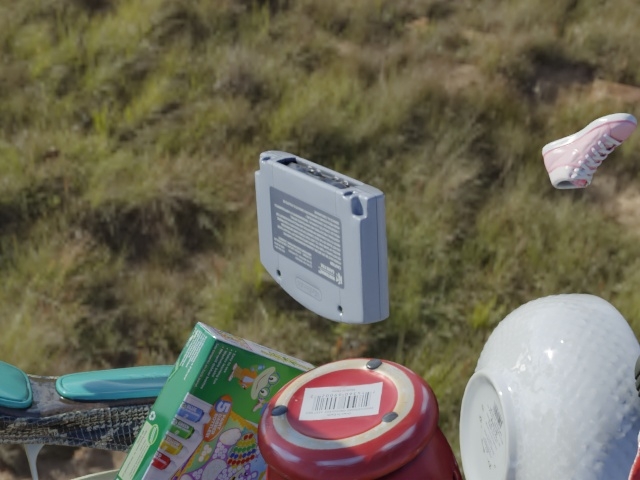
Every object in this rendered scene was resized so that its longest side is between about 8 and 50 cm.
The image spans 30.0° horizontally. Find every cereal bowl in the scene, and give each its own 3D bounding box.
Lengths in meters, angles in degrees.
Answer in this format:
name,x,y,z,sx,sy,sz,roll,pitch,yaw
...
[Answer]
name,x,y,z,sx,sy,sz,roll,pitch,yaw
cereal bowl,0.253,0.230,1.389,0.141,0.339,0.339,1,40,-12

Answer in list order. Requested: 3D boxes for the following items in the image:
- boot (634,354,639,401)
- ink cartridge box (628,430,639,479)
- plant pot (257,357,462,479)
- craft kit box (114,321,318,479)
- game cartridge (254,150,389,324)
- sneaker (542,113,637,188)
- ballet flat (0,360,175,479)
name,x,y,z,sx,sy,sz,roll,pitch,yaw
boot,0.444,0.173,1.258,0.208,0.076,0.189,-17,69,-39
ink cartridge box,0.312,0.113,0.564,0.308,0.091,0.385,33,53,-3
plant pot,0.036,0.221,1.115,0.191,0.174,0.191,-10,30,6
craft kit box,-0.106,0.251,1.476,0.246,0.250,0.061,24,5,-42
game cartridge,0.000,0.000,1.632,0.062,0.198,0.297,-17,23,-26
sneaker,0.344,-0.106,1.508,0.051,0.134,0.070,22,55,-41
ballet flat,-0.359,0.234,1.508,0.483,0.182,0.164,9,12,-20
